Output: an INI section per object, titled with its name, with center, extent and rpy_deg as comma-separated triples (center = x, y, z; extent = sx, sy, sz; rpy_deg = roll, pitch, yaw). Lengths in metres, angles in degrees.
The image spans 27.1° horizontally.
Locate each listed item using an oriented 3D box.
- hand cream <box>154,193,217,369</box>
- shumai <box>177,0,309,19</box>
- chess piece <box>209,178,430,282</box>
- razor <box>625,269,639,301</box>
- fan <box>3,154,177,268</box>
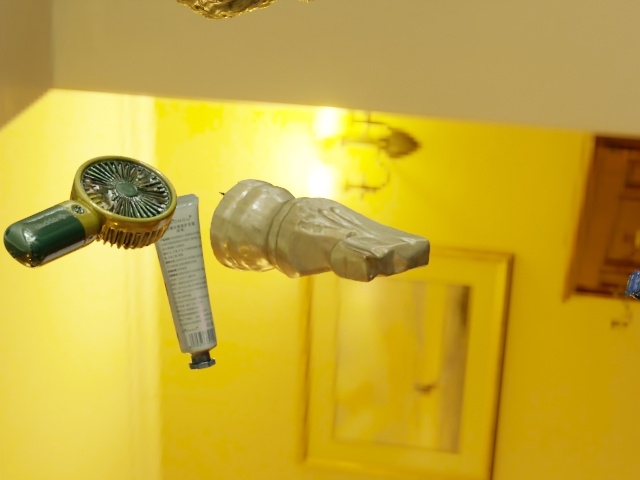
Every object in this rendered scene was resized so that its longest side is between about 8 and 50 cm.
[hand cream]
center = -0.213, 0.067, 2.108
extent = 0.059, 0.095, 0.276
rpy_deg = -1, 100, 64
[shumai]
center = -0.047, -0.345, 1.530
extent = 0.256, 0.218, 0.189
rpy_deg = -44, -44, -28
[chess piece]
center = 0.000, 0.000, 1.777
extent = 0.137, 0.301, 0.137
rpy_deg = -17, -68, -48
[razor]
center = 0.316, 0.170, 1.166
extent = 0.056, 0.093, 0.324
rpy_deg = -33, 36, 43
[fan]
center = -0.178, -0.016, 1.010
extent = 0.155, 0.082, 0.039
rpy_deg = -28, -30, -48
